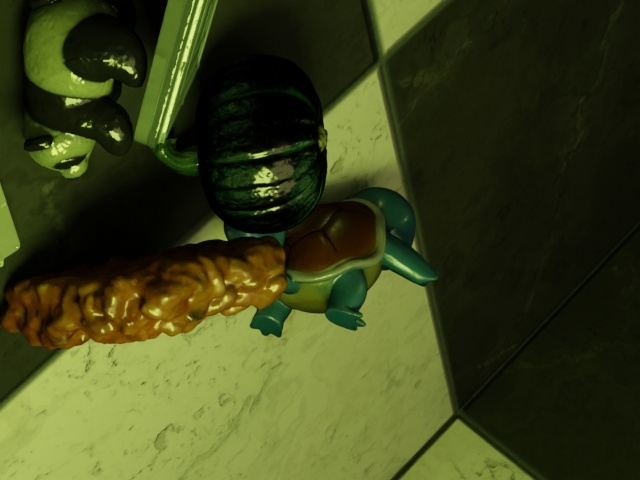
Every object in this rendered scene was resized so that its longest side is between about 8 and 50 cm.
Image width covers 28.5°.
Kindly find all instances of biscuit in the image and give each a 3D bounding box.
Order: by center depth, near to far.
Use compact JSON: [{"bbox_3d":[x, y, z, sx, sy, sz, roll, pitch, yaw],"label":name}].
[{"bbox_3d":[-0.227,0.070,1.689,0.312,0.318,0.111,-13,96,-48],"label":"biscuit"}]

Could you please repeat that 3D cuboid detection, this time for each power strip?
[{"bbox_3d":[-0.420,-0.035,1.529,0.081,0.035,0.192,-36,146,-26],"label":"power strip"}]

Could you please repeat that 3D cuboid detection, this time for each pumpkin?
[{"bbox_3d":[-0.110,-0.126,1.716,0.248,0.248,0.248,-35,146,-28],"label":"pumpkin"}]

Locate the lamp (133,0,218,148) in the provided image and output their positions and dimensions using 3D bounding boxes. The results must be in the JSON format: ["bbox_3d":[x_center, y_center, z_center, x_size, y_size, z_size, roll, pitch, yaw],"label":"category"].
[{"bbox_3d":[-0.153,-0.273,1.489,0.269,0.047,0.267,-80,-170,-60],"label":"lamp"}]

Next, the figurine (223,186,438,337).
[{"bbox_3d":[0.004,0.039,2.051,0.298,0.243,0.416,-19,171,40],"label":"figurine"}]

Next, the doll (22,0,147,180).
[{"bbox_3d":[-0.282,-0.185,1.471,0.135,0.143,0.234,2,125,-18],"label":"doll"}]
